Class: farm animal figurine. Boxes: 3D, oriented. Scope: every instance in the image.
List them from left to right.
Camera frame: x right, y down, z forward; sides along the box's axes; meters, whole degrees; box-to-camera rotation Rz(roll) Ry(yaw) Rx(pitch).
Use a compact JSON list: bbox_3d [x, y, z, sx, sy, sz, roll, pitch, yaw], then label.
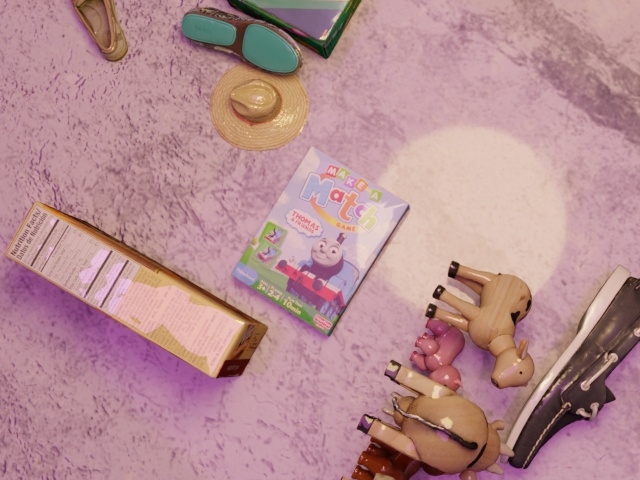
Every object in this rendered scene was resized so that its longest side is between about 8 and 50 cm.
[{"bbox_3d":[0.162,0.204,1.219,0.172,0.327,0.330,25,101,13],"label":"farm animal figurine"}]

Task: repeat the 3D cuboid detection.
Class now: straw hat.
[{"bbox_3d":[-0.090,-0.197,1.415,0.145,0.061,0.144,-1,84,6],"label":"straw hat"}]

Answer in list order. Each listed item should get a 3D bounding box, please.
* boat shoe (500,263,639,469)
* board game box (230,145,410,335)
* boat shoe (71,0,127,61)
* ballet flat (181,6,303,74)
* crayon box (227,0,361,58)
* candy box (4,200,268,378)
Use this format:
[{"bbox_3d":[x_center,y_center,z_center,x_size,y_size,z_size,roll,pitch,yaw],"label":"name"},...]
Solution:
[{"bbox_3d":[0.340,0.175,1.296,0.091,0.114,0.302,33,89,15],"label":"boat shoe"},{"bbox_3d":[0.000,0.000,1.393,0.160,0.039,0.211,31,87,9],"label":"board game box"},{"bbox_3d":[-0.327,-0.333,1.464,0.056,0.048,0.153,-23,81,3],"label":"boat shoe"},{"bbox_3d":[-0.102,-0.286,1.424,0.188,0.070,0.070,24,87,10],"label":"ballet flat"},{"bbox_3d":[0.006,-0.418,1.417,0.165,0.081,0.278,30,88,7],"label":"crayon box"},{"bbox_3d":[-0.235,0.069,1.339,0.316,0.183,0.087,28,87,9],"label":"candy box"}]
